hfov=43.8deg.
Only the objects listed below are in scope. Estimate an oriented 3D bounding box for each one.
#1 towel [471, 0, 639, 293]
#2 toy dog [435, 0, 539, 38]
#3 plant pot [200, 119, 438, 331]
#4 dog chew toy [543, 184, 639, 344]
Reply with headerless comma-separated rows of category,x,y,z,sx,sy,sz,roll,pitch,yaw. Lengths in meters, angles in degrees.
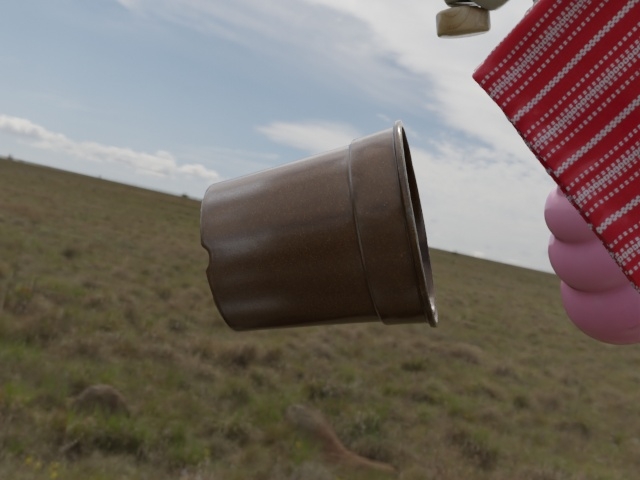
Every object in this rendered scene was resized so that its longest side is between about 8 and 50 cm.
towel,0.257,-0.095,0.619,0.031,0.275,0.199,-17,-22,-47
toy dog,0.294,-0.385,1.129,0.161,0.220,0.334,-15,28,-34
plant pot,0.000,0.000,0.643,0.165,0.167,0.167,-10,-4,9
dog chew toy,0.489,0.023,1.371,0.206,0.206,0.332,12,-38,56
